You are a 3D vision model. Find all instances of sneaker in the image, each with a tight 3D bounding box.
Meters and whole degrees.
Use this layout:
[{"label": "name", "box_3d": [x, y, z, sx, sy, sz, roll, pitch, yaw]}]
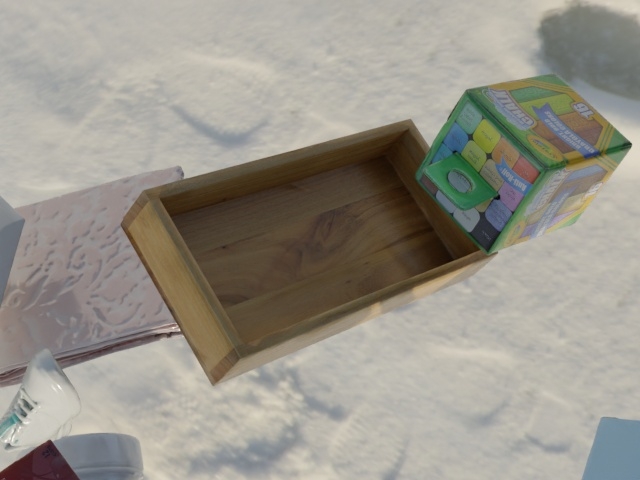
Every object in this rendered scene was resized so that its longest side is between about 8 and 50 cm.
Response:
[{"label": "sneaker", "box_3d": [-0.349, 0.208, 1.502, 0.094, 0.212, 0.080, -27, 68, -27]}]

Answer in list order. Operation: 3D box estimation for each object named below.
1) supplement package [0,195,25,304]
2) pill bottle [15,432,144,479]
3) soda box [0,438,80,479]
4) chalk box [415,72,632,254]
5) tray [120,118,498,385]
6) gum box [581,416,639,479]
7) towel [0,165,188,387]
[{"label": "supplement package", "box_3d": [-0.546, 0.046, 1.677, 0.175, 0.293, 0.177, -20, 132, 22]}, {"label": "pill bottle", "box_3d": [-0.303, 0.477, 1.656, 0.229, 0.229, 0.407, -2, 68, -20]}, {"label": "soda box", "box_3d": [-0.214, 0.321, 1.169, 0.083, 0.092, 0.263, -34, 66, -22]}, {"label": "chalk box", "box_3d": [0.203, -0.083, 1.337, 0.213, 0.132, 0.132, -17, 57, -44]}, {"label": "tray", "box_3d": [0.000, 0.000, 1.393, 0.411, 0.076, 0.202, -19, 71, -42]}, {"label": "gum box", "box_3d": [0.182, 0.170, 0.563, 0.041, 0.157, 0.184, 58, 45, -36]}, {"label": "towel", "box_3d": [-0.341, 0.047, 1.824, 0.317, 0.331, 0.053, -15, 135, 10]}]
